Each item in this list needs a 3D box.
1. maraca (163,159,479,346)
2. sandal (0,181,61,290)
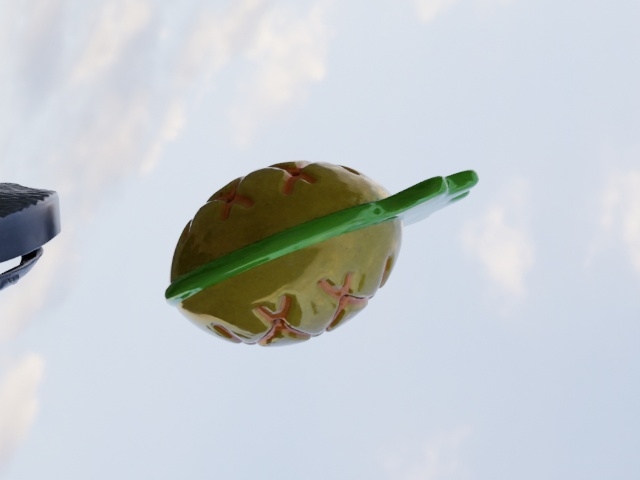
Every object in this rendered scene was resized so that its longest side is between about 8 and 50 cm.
[{"bbox_3d":[0.000,0.000,0.930,0.127,0.186,0.099,127,-58,-85],"label":"maraca"},{"bbox_3d":[-0.170,0.003,0.787,0.254,0.097,0.054,-154,-118,-82],"label":"sandal"}]
